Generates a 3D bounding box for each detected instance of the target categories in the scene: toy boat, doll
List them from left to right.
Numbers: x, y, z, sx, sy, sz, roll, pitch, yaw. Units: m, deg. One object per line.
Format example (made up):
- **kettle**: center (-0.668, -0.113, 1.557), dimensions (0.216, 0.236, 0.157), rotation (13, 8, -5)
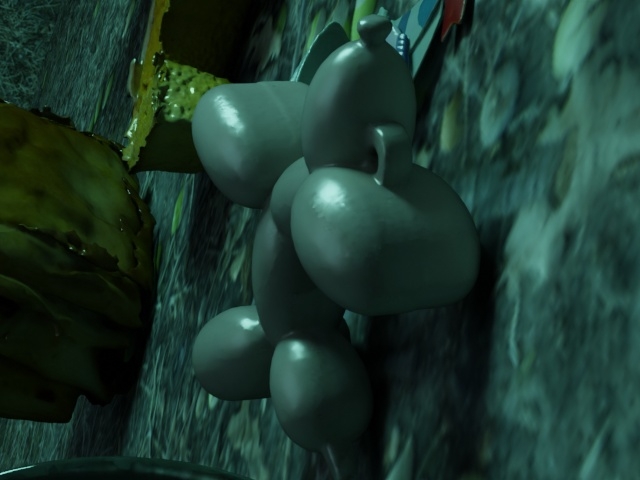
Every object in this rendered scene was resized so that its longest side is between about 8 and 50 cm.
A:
- **doll**: center (0.000, 0.000, 0.511), dimensions (0.160, 0.059, 0.161), rotation (-151, 60, -64)
- **toy boat**: center (0.019, -0.051, 0.594), dimensions (0.149, 0.034, 0.105), rotation (-6, 67, 61)

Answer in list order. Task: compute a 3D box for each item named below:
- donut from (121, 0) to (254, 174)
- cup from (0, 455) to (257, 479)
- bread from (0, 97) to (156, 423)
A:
- **donut**: center (-0.076, -0.124, 0.900), dimensions (0.146, 0.078, 0.181), rotation (175, 103, -75)
- **cup**: center (-0.053, 0.176, 0.389), dimensions (0.150, 0.199, 0.199), rotation (95, 180, -59)
- **bread**: center (-0.276, -0.022, 1.026), dimensions (0.277, 0.324, 0.167), rotation (-101, 27, -54)
